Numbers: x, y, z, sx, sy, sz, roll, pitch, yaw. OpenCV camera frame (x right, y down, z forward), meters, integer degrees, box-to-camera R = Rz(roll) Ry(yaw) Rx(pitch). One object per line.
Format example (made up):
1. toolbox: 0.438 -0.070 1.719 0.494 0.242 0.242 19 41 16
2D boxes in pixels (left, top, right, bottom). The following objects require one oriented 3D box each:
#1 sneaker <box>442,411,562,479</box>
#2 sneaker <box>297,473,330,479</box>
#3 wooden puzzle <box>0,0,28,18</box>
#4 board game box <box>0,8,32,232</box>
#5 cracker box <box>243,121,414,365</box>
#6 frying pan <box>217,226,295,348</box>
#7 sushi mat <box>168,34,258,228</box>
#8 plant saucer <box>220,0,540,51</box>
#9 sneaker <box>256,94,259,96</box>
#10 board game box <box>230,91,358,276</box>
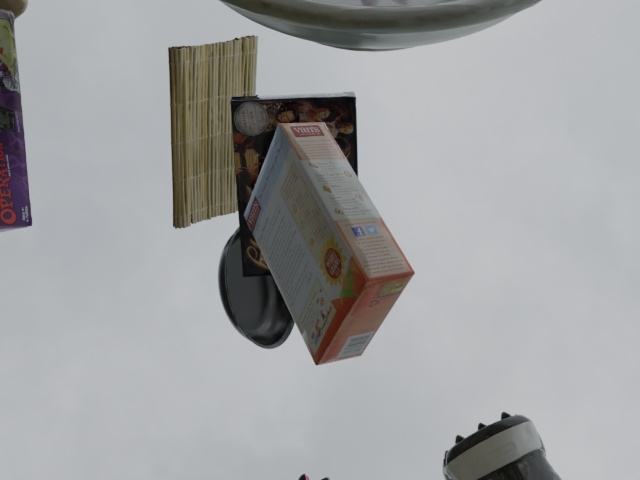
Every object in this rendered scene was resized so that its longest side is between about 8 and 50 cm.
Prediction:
1. sneaker: 0.139 0.195 0.540 0.078 0.234 0.106 -28 -117 1
2. sneaker: 0.011 0.397 1.216 0.119 0.047 0.057 14 -118 21
3. wooden puzzle: -0.523 -0.321 0.973 0.239 0.044 0.221 -31 -64 10
4. board game box: -0.428 -0.093 0.809 0.347 0.056 0.208 -9 -90 34
5. cracker box: 0.000 0.000 0.883 0.232 0.067 0.155 62 -36 31
6. frying pan: -0.096 0.005 1.204 0.053 0.197 0.326 -11 -110 27
7. sushi mat: -0.167 -0.164 1.236 0.019 0.151 0.316 38 -44 38
8. plant saucer: 0.049 -0.283 0.761 0.400 0.400 0.100 41 -31 31
9. sneaker: -0.159 -0.148 1.408 0.098 0.276 0.135 29 -44 14
10. board game box: -0.031 -0.074 1.058 0.165 0.042 0.243 -3 -72 -1
